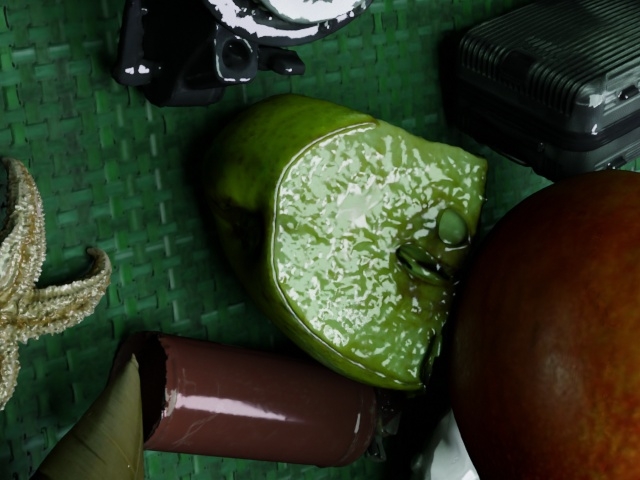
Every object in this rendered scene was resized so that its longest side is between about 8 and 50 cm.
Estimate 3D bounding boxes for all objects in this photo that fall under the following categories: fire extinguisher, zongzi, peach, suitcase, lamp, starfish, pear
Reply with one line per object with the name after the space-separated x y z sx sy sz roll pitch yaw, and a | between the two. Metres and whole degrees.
-0.034 0.140 1.063 0.337 0.106 0.147 14 66 -39 | fire extinguisher
-0.184 0.284 0.938 0.274 0.145 0.300 75 34 -56 | zongzi
0.288 0.131 1.041 0.388 0.388 0.389 -8 103 -36 | peach
0.299 -0.183 1.179 0.312 0.202 0.128 -26 132 -30 | suitcase
-0.058 -0.285 0.848 0.205 0.272 0.374 -8 103 -37 | lamp
-0.268 0.047 0.886 0.238 0.071 0.216 -10 110 -42 | starfish
0.000 0.000 1.013 0.255 0.164 0.238 16 90 -30 | pear

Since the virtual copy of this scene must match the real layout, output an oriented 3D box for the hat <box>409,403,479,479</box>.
0.189 0.329 1.251 0.301 0.168 0.258 78 26 -45 | hat
